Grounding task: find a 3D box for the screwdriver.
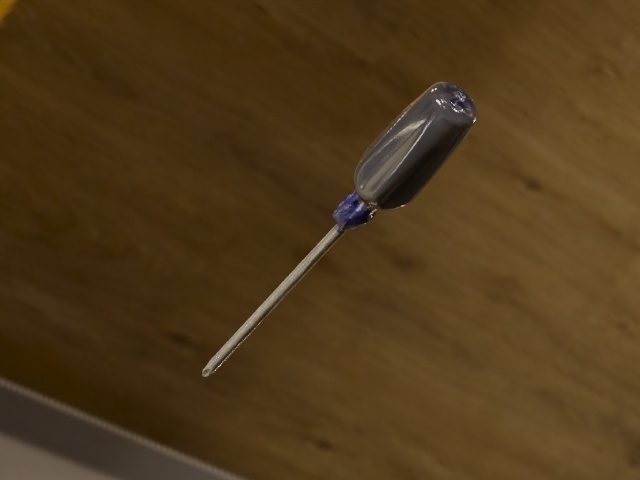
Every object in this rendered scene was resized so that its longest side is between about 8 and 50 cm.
[{"bbox_3d":[0.000,0.000,0.588,0.024,0.025,0.170,16,-40,-30],"label":"screwdriver"}]
